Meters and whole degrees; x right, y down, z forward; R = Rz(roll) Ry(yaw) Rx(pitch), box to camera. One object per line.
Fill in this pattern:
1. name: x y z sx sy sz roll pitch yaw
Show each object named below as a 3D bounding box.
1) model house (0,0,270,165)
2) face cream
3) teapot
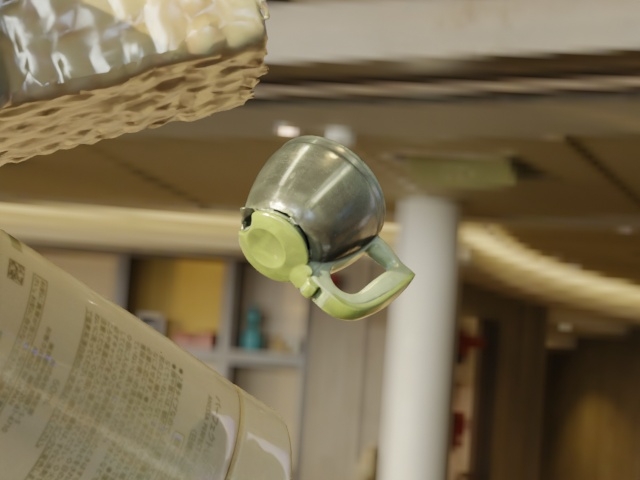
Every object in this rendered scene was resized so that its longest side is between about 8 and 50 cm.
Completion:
1. model house: -0.297 -0.232 1.570 0.400 0.395 0.445 -20 -5 -10
2. face cream: -0.148 0.140 1.340 0.081 0.173 0.348 2 -26 45
3. teapot: -0.001 -0.007 1.311 0.124 0.092 0.091 23 43 22
